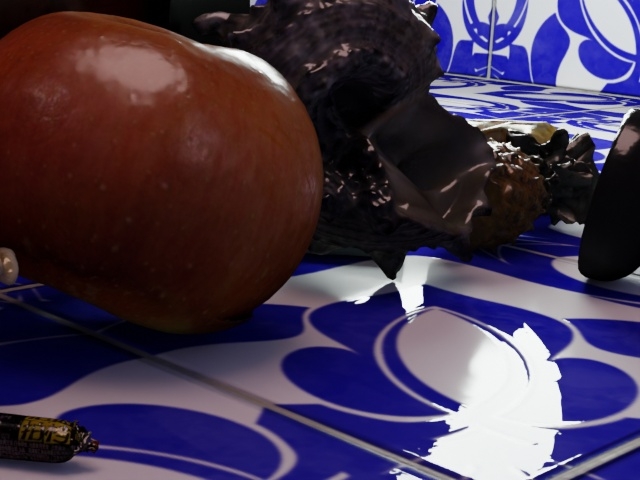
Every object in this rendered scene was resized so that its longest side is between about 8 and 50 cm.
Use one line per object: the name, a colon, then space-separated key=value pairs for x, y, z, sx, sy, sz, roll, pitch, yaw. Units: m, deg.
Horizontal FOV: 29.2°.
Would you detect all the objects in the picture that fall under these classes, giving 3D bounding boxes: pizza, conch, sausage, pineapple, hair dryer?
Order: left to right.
sausage: x=-0.214 y=0.100 z=0.667 sx=0.198 sy=0.025 sz=0.028 roll=6 pitch=57 yaw=12
conch: x=0.031 y=-0.108 z=1.071 sx=0.240 sy=0.313 sz=0.186 roll=-43 pitch=4 yaw=-7
pizza: x=0.152 y=-0.104 z=1.478 sx=0.296 sy=0.071 sz=0.189 roll=-7 pitch=2 yaw=33
pineapple: x=0.212 y=-0.057 z=1.265 sx=0.111 sy=0.119 sz=0.237 roll=25 pitch=28 yaw=35
hair dryer: x=0.404 y=0.013 z=1.129 sx=0.320 sy=0.156 sz=0.284 roll=19 pitch=-4 yaw=11

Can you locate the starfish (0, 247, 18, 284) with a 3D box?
starfish: x=-0.354 y=0.044 z=0.753 sx=0.323 sy=0.083 sz=0.432 roll=-14 pitch=11 yaw=-30

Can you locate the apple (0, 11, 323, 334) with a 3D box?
apple: x=-0.135 y=-0.053 z=0.864 sx=0.251 sy=0.206 sz=0.271 roll=20 pitch=1 yaw=-44

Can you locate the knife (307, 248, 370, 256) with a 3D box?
knife: x=0.000 y=0.000 z=1.161 sx=0.162 sy=0.023 sz=0.044 roll=3 pitch=9 yaw=3

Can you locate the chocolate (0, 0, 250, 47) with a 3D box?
chocolate: x=-0.256 y=-0.188 z=1.200 sx=0.331 sy=0.384 sz=0.383 roll=3 pitch=13 yaw=9
